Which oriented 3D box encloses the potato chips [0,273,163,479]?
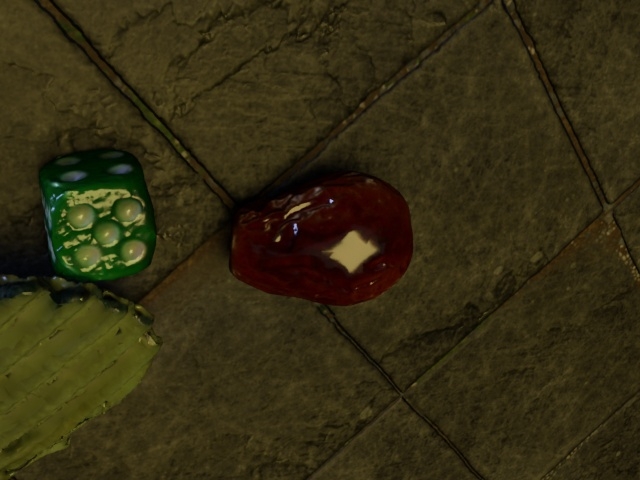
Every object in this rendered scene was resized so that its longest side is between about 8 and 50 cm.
[{"bbox_3d":[-0.418,0.169,0.938,0.429,0.070,0.358,-35,132,16],"label":"potato chips"}]

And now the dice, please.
[{"bbox_3d":[-0.271,-0.031,0.919,0.120,0.128,0.130,-11,119,-21],"label":"dice"}]

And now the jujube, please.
[{"bbox_3d":[0.000,0.000,1.059,0.255,0.190,0.190,-1,116,-8],"label":"jujube"}]
